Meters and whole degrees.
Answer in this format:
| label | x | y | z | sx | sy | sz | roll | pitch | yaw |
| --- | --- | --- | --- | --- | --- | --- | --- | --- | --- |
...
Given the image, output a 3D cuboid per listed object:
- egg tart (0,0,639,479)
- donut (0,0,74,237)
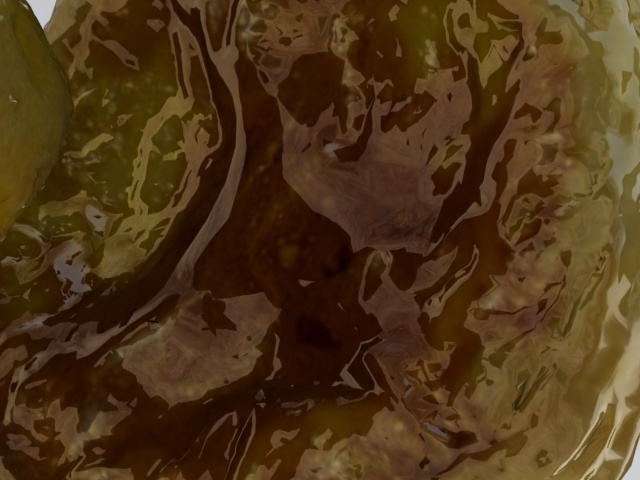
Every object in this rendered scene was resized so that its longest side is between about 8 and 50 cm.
| label | x | y | z | sx | sy | sz | roll | pitch | yaw |
| --- | --- | --- | --- | --- | --- | --- | --- | --- | --- |
| egg tart | 0.000 | 0.000 | 0.699 | 0.443 | 0.443 | 0.178 | 47 | 12 | 35 |
| donut | -0.232 | -0.031 | 0.615 | 0.277 | 0.277 | 0.108 | 20 | -32 | 58 |
